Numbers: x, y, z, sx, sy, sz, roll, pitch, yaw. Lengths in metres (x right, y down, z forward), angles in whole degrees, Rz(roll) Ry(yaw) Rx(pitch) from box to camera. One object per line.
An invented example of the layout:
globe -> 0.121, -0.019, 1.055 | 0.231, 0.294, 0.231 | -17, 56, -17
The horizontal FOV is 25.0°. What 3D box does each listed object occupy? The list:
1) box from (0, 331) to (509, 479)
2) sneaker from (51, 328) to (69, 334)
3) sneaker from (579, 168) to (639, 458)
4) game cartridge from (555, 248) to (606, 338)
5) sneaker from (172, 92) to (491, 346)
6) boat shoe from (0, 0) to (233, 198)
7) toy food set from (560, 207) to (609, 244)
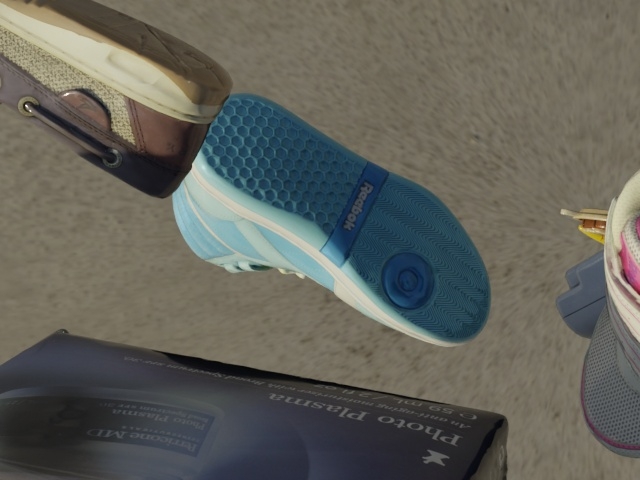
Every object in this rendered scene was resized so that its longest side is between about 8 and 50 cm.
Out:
box -> -0.079, 0.188, 0.743 | 0.296, 0.294, 0.182 | 8, 107, 16
sneaker -> -0.249, 0.126, 1.371 | 0.035, 0.031, 0.083 | 20, 79, -32
sneaker -> 0.180, 0.017, 0.712 | 0.103, 0.111, 0.252 | 55, 140, 36
game cartridge -> 0.297, -0.036, 0.901 | 0.198, 0.297, 0.062 | -30, 86, 48
sneaker -> 0.000, 0.000, 1.356 | 0.319, 0.208, 0.127 | 38, 66, -6
boat shoe -> -0.191, -0.111, 0.826 | 0.285, 0.103, 0.092 | 24, 102, 7
toy food set -> 0.343, -0.007, 1.591 | 0.132, 0.192, 0.038 | 10, 89, -7
